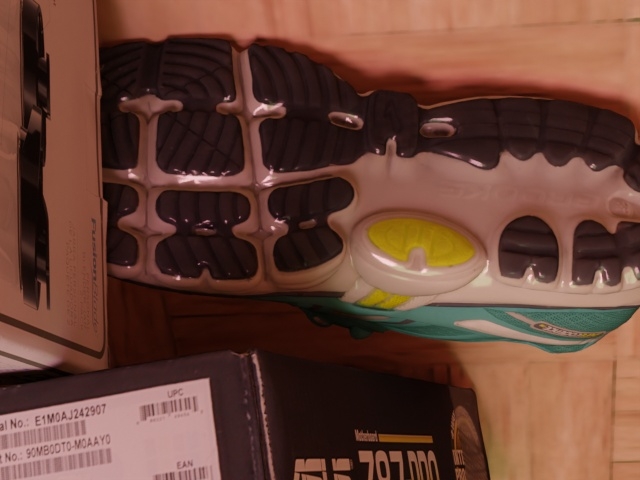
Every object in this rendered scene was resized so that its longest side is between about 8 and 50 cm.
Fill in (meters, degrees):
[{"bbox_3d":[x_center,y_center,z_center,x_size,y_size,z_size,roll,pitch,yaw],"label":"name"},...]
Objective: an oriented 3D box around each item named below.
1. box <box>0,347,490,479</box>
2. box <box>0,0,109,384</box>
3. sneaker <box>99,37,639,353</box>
[{"bbox_3d":[-0.150,0.127,0.708,0.395,0.097,0.318,-12,167,17],"label":"box"},{"bbox_3d":[-0.140,-0.053,0.480,0.087,0.169,0.290,-5,170,9],"label":"box"},{"bbox_3d":[0.000,0.000,0.674,0.275,0.107,0.110,11,149,-5],"label":"sneaker"}]
